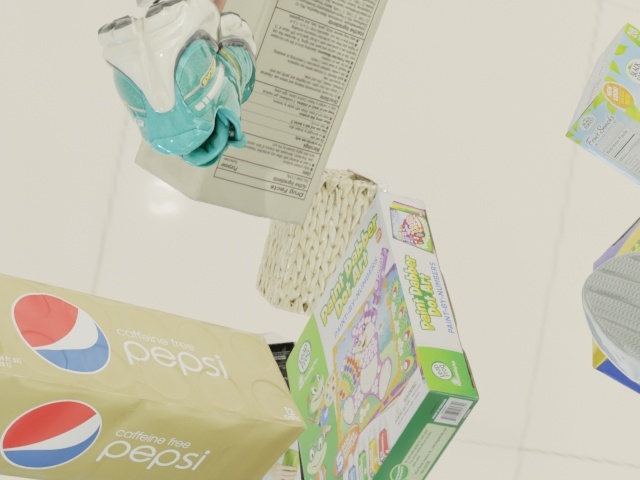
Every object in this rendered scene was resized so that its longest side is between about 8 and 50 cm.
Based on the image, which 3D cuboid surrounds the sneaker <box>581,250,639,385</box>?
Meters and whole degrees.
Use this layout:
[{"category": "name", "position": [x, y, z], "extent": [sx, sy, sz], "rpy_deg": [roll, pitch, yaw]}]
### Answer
[{"category": "sneaker", "position": [0.254, 0.096, 0.825], "extent": [0.094, 0.258, 0.091], "rpy_deg": [-33, 130, -14]}]

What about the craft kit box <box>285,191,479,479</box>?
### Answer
[{"category": "craft kit box", "position": [0.047, 0.127, 1.273], "extent": [0.061, 0.247, 0.250], "rpy_deg": [13, 129, -18]}]

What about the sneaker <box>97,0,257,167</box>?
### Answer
[{"category": "sneaker", "position": [-0.100, -0.106, 1.014], "extent": [0.107, 0.275, 0.110], "rpy_deg": [-16, 93, 7]}]

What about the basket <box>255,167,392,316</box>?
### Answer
[{"category": "basket", "position": [0.000, 0.000, 1.531], "extent": [0.103, 0.113, 0.167], "rpy_deg": [12, 98, -17]}]

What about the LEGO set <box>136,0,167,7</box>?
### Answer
[{"category": "LEGO set", "position": [-0.183, -0.389, 1.672], "extent": [0.093, 0.087, 0.227], "rpy_deg": [6, 59, -38]}]

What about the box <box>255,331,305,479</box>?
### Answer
[{"category": "box", "position": [-0.073, 0.261, 1.651], "extent": [0.087, 0.169, 0.290], "rpy_deg": [-4, 90, -11]}]

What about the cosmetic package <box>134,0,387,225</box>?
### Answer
[{"category": "cosmetic package", "position": [-0.054, -0.182, 1.389], "extent": [0.153, 0.129, 0.296], "rpy_deg": [15, 100, -42]}]

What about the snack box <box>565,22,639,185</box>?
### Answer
[{"category": "snack box", "position": [0.380, -0.119, 1.474], "extent": [0.207, 0.070, 0.174], "rpy_deg": [32, 41, -1]}]

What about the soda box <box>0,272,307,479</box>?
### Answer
[{"category": "soda box", "position": [-0.097, 0.063, 0.582], "extent": [0.181, 0.061, 0.058], "rpy_deg": [16, 122, -39]}]

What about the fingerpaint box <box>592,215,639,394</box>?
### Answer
[{"category": "fingerpaint box", "position": [0.502, 0.013, 1.125], "extent": [0.371, 0.445, 0.163], "rpy_deg": [30, 36, -11]}]
